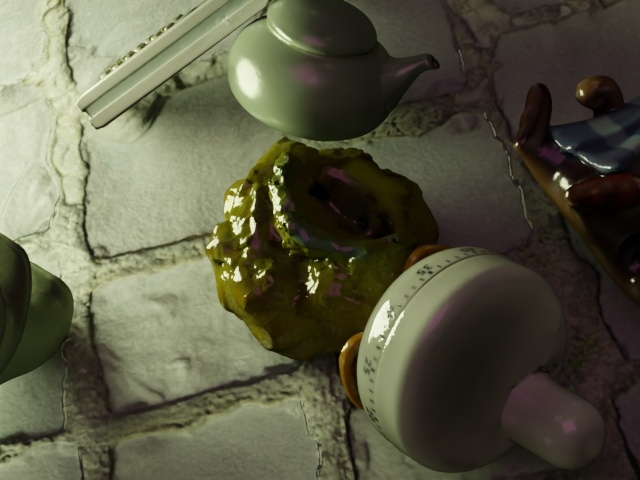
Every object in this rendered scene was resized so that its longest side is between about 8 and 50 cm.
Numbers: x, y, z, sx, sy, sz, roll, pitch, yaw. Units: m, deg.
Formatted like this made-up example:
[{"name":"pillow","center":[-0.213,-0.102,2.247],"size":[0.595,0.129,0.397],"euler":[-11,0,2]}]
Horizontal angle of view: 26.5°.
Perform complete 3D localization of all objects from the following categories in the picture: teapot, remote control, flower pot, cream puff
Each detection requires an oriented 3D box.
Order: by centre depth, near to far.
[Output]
[{"name":"flower pot","center":[-0.436,0.146,1.485],"size":[0.164,0.254,0.367],"euler":[28,71,24]},{"name":"cream puff","center":[0.000,-0.002,1.520],"size":[0.282,0.185,0.282],"euler":[-7,60,11]},{"name":"teapot","center":[-0.018,-0.244,1.665],"size":[0.220,0.149,0.318],"euler":[0,34,-28]},{"name":"remote control","center":[-0.176,-0.244,1.681],"size":[0.277,0.055,0.103],"euler":[-34,13,18]}]

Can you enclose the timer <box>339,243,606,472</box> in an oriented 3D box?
[{"name":"timer","center":[0.161,0.130,1.379],"size":[0.233,0.233,0.240],"euler":[-45,40,-14]}]

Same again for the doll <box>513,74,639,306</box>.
[{"name":"doll","center":[0.403,-0.092,1.447],"size":[0.339,0.209,0.318],"euler":[-27,74,2]}]
